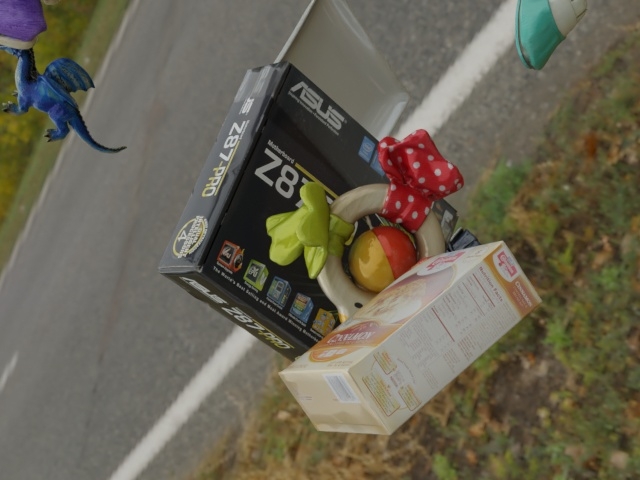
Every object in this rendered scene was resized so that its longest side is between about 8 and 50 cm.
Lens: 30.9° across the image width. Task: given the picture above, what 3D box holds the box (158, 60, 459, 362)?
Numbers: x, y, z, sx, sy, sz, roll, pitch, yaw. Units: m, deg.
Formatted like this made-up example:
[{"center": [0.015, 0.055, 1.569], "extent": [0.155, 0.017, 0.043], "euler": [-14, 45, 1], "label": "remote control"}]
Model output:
[{"center": [0.000, 0.000, 1.579], "extent": [0.097, 0.395, 0.318], "euler": [-5, 55, 46], "label": "box"}]

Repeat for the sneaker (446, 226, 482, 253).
[{"center": [0.166, 0.040, 1.807], "extent": [0.163, 0.226, 0.086], "euler": [-45, 57, 17], "label": "sneaker"}]

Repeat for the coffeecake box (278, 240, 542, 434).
[{"center": [0.076, 0.085, 1.001], "extent": [0.185, 0.068, 0.142], "euler": [-37, 8, -24], "label": "coffeecake box"}]

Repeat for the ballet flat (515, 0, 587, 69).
[{"center": [0.303, -0.319, 1.500], "extent": [0.087, 0.083, 0.247], "euler": [-16, 39, 26], "label": "ballet flat"}]

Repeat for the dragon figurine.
[{"center": [-0.445, -0.251, 1.972], "extent": [0.144, 0.289, 0.085], "euler": [-47, 12, 39], "label": "dragon figurine"}]

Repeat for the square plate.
[{"center": [-0.001, -0.229, 2.083], "extent": [0.049, 0.344, 0.347], "euler": [16, 68, 41], "label": "square plate"}]

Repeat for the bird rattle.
[{"center": [0.067, -0.010, 1.391], "extent": [0.143, 0.253, 0.207], "euler": [5, 117, 66], "label": "bird rattle"}]

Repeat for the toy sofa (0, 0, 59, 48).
[{"center": [-0.453, -0.315, 1.187], "extent": [0.150, 0.362, 0.177], "euler": [100, 170, -61], "label": "toy sofa"}]
